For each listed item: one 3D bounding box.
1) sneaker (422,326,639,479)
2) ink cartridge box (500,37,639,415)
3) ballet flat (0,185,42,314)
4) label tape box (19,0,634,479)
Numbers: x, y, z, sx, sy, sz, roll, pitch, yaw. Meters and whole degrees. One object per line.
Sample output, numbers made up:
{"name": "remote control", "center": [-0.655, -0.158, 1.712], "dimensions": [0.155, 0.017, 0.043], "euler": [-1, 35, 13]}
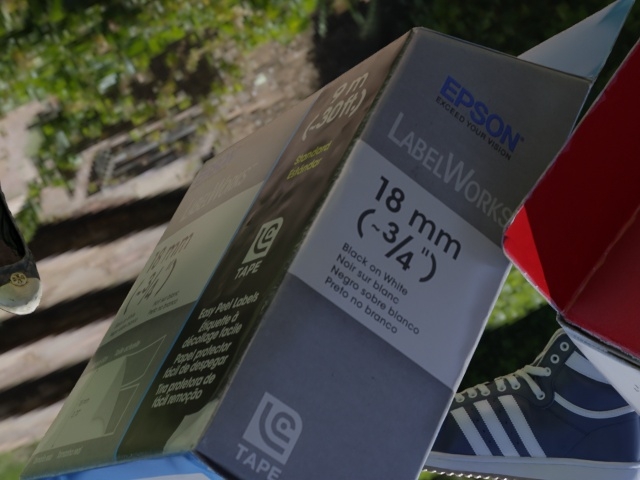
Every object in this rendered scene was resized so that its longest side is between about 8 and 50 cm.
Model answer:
{"name": "sneaker", "center": [0.178, 0.155, 1.238], "dimensions": [0.282, 0.153, 0.099], "euler": [6, -178, 7]}
{"name": "ink cartridge box", "center": [0.268, -0.031, 0.601], "dimensions": [0.309, 0.130, 0.272], "euler": [-54, 132, -7]}
{"name": "ballet flat", "center": [-0.271, -0.015, 1.013], "dimensions": [0.057, 0.173, 0.049], "euler": [-13, 153, -38]}
{"name": "label tape box", "center": [0.000, 0.000, 0.652], "dimensions": [0.241, 0.106, 0.333], "euler": [-24, -146, 58]}
